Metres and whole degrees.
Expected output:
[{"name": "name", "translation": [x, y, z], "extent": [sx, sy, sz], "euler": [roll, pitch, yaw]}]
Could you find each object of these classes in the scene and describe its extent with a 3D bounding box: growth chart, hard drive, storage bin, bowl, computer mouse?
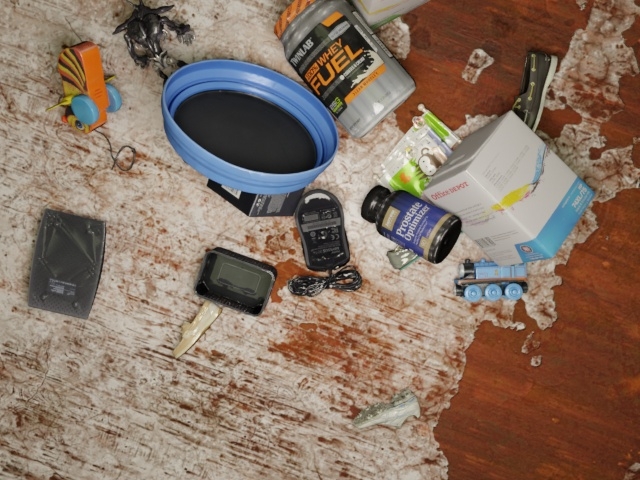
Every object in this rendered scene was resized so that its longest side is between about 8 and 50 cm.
[{"name": "growth chart", "translation": [0.245, -0.191, 1.404], "extent": [0.172, 0.021, 0.237], "euler": [35, 96, -3]}, {"name": "hard drive", "translation": [-0.632, 0.058, 1.434], "extent": [0.172, 0.054, 0.254], "euler": [13, 96, 0]}, {"name": "storage bin", "translation": [-0.208, 0.101, 1.414], "extent": [0.180, 0.084, 0.122], "euler": [20, 96, -2]}, {"name": "bowl", "translation": [-0.152, -0.253, 1.253], "extent": [0.391, 0.391, 0.077], "euler": [26, 134, -1]}, {"name": "computer mouse", "translation": [0.000, 0.000, 1.411], "extent": [0.188, 0.072, 0.272], "euler": [-6, 108, 0]}]

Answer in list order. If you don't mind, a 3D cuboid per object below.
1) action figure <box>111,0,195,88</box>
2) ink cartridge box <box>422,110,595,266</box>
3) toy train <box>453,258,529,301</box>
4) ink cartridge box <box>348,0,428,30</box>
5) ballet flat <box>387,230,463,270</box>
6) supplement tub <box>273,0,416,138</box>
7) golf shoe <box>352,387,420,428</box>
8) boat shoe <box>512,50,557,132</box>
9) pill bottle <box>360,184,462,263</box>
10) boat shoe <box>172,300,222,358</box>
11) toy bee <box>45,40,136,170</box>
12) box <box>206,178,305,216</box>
[{"name": "action figure", "translation": [-0.374, -0.444, 1.336], "extent": [0.164, 0.141, 0.275], "euler": [-20, 111, 5]}, {"name": "ink cartridge box", "translation": [0.417, -0.108, 1.285], "extent": [0.270, 0.198, 0.197], "euler": [42, 73, -7]}, {"name": "toy train", "translation": [0.419, 0.096, 1.404], "extent": [0.184, 0.080, 0.105], "euler": [-2, 87, 4]}, {"name": "ink cartridge box", "translation": [0.168, -0.574, 1.198], "extent": [0.207, 0.353, 0.119], "euler": [-27, 95, 4]}, {"name": "ballet flat", "translation": [0.260, -0.004, 1.399], "extent": [0.213, 0.072, 0.068], "euler": [-32, 89, 5]}, {"name": "supplement tub", "translation": [0.052, -0.406, 1.299], "extent": [0.193, 0.193, 0.316], "euler": [-42, 93, 5]}, {"name": "golf shoe", "translation": [0.173, 0.453, 1.452], "extent": [0.176, 0.069, 0.086], "euler": [-25, 101, 5]}, {"name": "boat shoe", "translation": [0.495, -0.336, 1.356], "extent": [0.069, 0.081, 0.227], "euler": [17, 89, 2]}, {"name": "pill bottle", "translation": [0.208, -0.045, 1.336], "extent": [0.219, 0.123, 0.122], "euler": [30, 97, 28]}, {"name": "boat shoe", "translation": [-0.323, 0.222, 1.444], "extent": [0.059, 0.063, 0.170], "euler": [41, 86, 0]}, {"name": "toy bee", "translation": [-0.565, -0.315, 1.343], "extent": [0.162, 0.195, 0.298], "euler": [12, 108, 24]}, {"name": "box", "translation": [-0.147, -0.128, 1.317], "extent": [0.156, 0.158, 0.093], "euler": [35, 113, 30]}]
